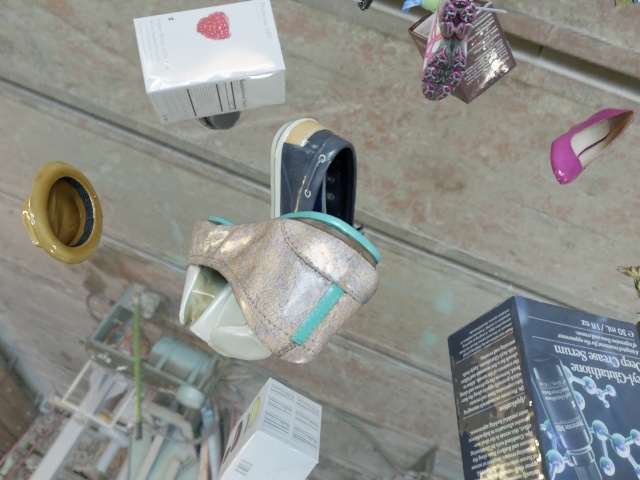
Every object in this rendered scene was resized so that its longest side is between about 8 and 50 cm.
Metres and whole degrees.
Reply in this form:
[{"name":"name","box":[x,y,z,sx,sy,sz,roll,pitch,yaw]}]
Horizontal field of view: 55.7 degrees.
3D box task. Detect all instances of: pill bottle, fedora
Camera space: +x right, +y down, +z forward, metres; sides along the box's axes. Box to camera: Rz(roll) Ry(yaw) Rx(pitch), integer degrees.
[{"name":"pill bottle","box":[-0.318,-0.395,1.772,0.219,0.123,0.123,38,165,52]},{"name":"fedora","box":[-0.480,-0.046,1.101,0.079,0.194,0.194,-12,132,19]}]

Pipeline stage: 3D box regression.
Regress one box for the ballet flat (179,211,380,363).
[{"name":"ballet flat","box":[-0.063,0.037,0.487,0.107,0.106,0.316,33,167,-15]}]

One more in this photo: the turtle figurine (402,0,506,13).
[{"name":"turtle figurine","box":[0.280,-0.602,1.313,0.275,0.266,0.198,-27,144,20]}]

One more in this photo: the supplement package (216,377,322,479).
[{"name":"supplement package","box":[-0.111,0.457,1.340,0.149,0.203,0.194,32,107,-8]}]

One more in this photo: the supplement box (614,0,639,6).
[{"name":"supplement box","box":[0.756,-0.598,1.435,0.083,0.083,0.056,-18,107,0]}]

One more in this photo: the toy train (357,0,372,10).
[{"name":"toy train","box":[0.146,-0.689,1.654,0.036,0.027,0.158,54,149,8]}]

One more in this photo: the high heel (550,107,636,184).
[{"name":"high heel","box":[0.799,-0.290,1.778,0.181,0.377,0.127,-18,114,44]}]

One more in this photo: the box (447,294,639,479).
[{"name":"box","box":[0.420,0.334,1.062,0.294,0.395,0.212,13,145,-21]}]

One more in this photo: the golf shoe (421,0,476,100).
[{"name":"golf shoe","box":[0.211,-0.323,1.001,0.067,0.086,0.186,9,129,-3]}]

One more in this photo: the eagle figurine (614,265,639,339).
[{"name":"eagle figurine","box":[0.710,0.167,1.248,0.225,0.298,0.226,12,142,-9]}]

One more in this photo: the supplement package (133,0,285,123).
[{"name":"supplement package","box":[-0.237,-0.393,1.341,0.293,0.177,0.175,-12,169,-7]}]

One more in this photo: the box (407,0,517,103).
[{"name":"box","box":[0.367,-0.502,1.571,0.203,0.167,0.168,49,-176,-38]}]

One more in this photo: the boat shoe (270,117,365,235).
[{"name":"boat shoe","box":[0.000,0.000,1.263,0.156,0.187,0.500,20,124,35]}]
